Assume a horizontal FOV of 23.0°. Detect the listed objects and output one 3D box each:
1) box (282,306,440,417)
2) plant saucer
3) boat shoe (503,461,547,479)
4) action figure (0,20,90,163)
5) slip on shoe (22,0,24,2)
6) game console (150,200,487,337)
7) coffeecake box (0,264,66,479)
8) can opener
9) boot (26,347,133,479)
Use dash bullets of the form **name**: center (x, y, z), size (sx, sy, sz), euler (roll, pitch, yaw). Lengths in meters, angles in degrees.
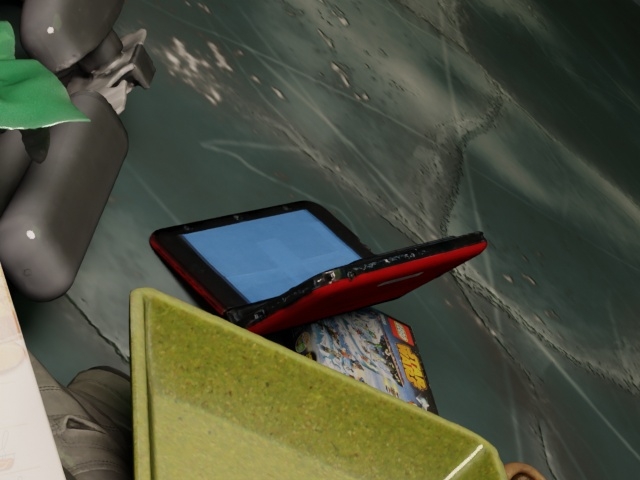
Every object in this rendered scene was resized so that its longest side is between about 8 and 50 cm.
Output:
- **box**: center (0.026, 0.086, 0.919), size (0.094, 0.027, 0.137), euler (27, 29, -29)
- **plant saucer**: center (0.000, 0.116, 0.615), size (0.188, 0.045, 0.188), euler (26, 23, -20)
- **boat shoe**: center (0.079, 0.218, 0.674), size (0.122, 0.120, 0.324), euler (31, 27, -26)
- **action figure**: center (-0.232, -0.065, 0.666), size (0.232, 0.063, 0.137), euler (1, 17, -33)
- **slip on shoe**: center (-0.177, -0.205, 0.887), size (0.101, 0.123, 0.331), euler (61, 3, 12)
- **game console**: center (0.000, 0.000, 0.900), size (0.144, 0.124, 0.085), euler (-14, 77, -46)
- **coffeecake box**: center (-0.164, 0.064, 0.499), size (0.142, 0.068, 0.185), euler (-7, 72, -42)
- **can opener**: center (-0.146, -0.057, 0.817), size (0.093, 0.074, 0.280), euler (56, 19, -27)
- **boot**: center (-0.130, 0.072, 0.661), size (0.246, 0.083, 0.161), euler (50, 14, 10)
